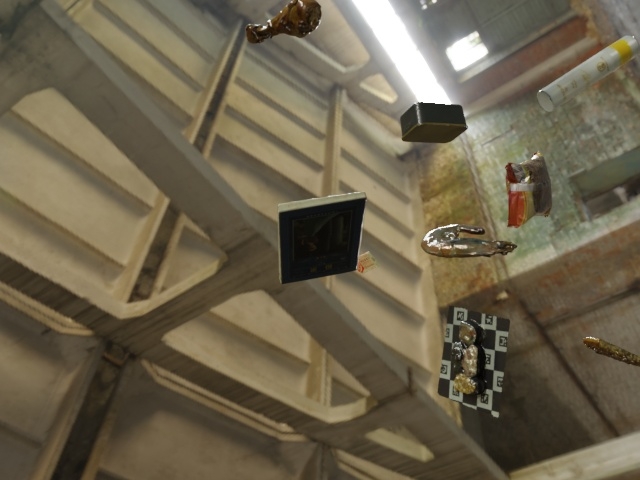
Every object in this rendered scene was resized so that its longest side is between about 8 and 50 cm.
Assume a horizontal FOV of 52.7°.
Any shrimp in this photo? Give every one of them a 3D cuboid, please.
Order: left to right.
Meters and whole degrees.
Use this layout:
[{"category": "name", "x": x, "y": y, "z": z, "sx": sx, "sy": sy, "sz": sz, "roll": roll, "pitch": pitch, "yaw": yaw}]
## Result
[{"category": "shrimp", "x": 0.374, "y": -0.002, "z": 1.625, "sx": 0.143, "sy": 0.251, "sz": 0.052, "roll": -48, "pitch": -44, "yaw": -42}]

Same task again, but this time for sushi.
[{"category": "sushi", "x": 0.319, "y": 0.263, "z": 1.435, "sx": 0.051, "sy": 0.192, "sz": 0.215, "roll": 6, "pitch": -89, "yaw": -32}]

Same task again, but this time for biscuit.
[{"category": "biscuit", "x": 0.780, "y": 0.300, "z": 1.725, "sx": 0.206, "sy": 0.126, "sz": 0.025, "roll": 24, "pitch": -98, "yaw": -18}]

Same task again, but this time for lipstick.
[{"category": "lipstick", "x": 0.624, "y": -0.389, "z": 1.508, "sx": 0.059, "sy": 0.264, "sz": 0.059, "roll": 56, "pitch": 172, "yaw": 12}]

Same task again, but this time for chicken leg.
[{"category": "chicken leg", "x": -0.105, "y": -0.613, "z": 1.824, "sx": 0.087, "sy": 0.252, "sz": 0.107, "roll": -33, "pitch": -69, "yaw": -57}]

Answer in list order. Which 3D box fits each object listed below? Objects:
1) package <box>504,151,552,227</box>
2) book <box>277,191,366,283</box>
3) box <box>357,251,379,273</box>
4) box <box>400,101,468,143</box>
[{"category": "package", "x": 0.678, "y": -0.160, "z": 2.081, "sx": 0.288, "sy": 0.108, "sz": 0.223, "roll": -19, "pitch": -76, "yaw": -44}, {"category": "book", "x": 0.000, "y": 0.000, "z": 1.439, "sx": 0.269, "sy": 0.191, "sz": 0.025, "roll": 94, "pitch": 164, "yaw": -52}, {"category": "box", "x": 0.144, "y": 0.073, "z": 2.102, "sx": 0.058, "sy": 0.093, "sz": 0.015, "roll": 50, "pitch": -128, "yaw": -9}, {"category": "box", "x": 0.377, "y": -0.397, "z": 2.170, "sx": 0.201, "sy": 0.144, "sz": 0.090, "roll": -1, "pitch": -105, "yaw": -21}]
